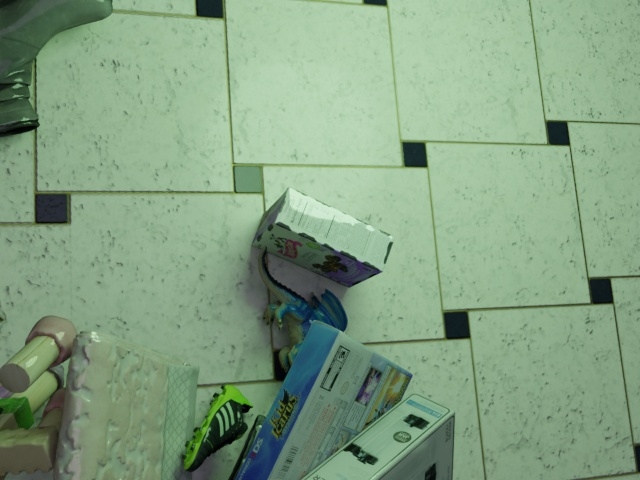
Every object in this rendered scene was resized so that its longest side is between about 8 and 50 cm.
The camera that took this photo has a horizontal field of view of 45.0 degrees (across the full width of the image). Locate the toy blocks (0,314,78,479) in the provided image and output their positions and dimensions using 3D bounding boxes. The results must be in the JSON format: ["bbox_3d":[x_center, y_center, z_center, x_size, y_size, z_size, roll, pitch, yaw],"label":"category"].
[{"bbox_3d":[-0.441,0.256,1.104,0.288,0.260,0.309,-7,107,9],"label":"toy blocks"}]

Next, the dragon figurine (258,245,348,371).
[{"bbox_3d":[-0.012,0.133,1.310,0.144,0.085,0.289,-21,90,-22],"label":"dragon figurine"}]

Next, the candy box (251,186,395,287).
[{"bbox_3d":[0.000,0.000,1.301,0.196,0.165,0.070,24,71,-11],"label":"candy box"}]

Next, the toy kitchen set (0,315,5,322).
[{"bbox_3d":[-0.531,0.123,1.162,0.075,0.083,0.068,-53,138,-19],"label":"toy kitchen set"}]

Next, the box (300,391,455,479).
[{"bbox_3d":[0.092,0.383,1.207,0.290,0.087,0.169,-29,126,-40],"label":"box"}]

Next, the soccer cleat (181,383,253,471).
[{"bbox_3d":[-0.156,0.298,1.208,0.072,0.060,0.179,38,34,-6],"label":"soccer cleat"}]

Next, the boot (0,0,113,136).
[{"bbox_3d":[-0.482,-0.282,1.245,0.338,0.118,0.223,-15,87,-9],"label":"boot"}]

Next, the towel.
[{"bbox_3d":[-0.265,0.315,1.083,0.053,0.317,0.332,-3,74,18],"label":"towel"}]

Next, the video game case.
[{"bbox_3d":[0.013,0.286,1.191,0.244,0.061,0.270,37,77,-49],"label":"video game case"}]

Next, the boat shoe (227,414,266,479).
[{"bbox_3d":[-0.141,0.416,1.200,0.105,0.113,0.306,34,68,-4],"label":"boat shoe"}]
